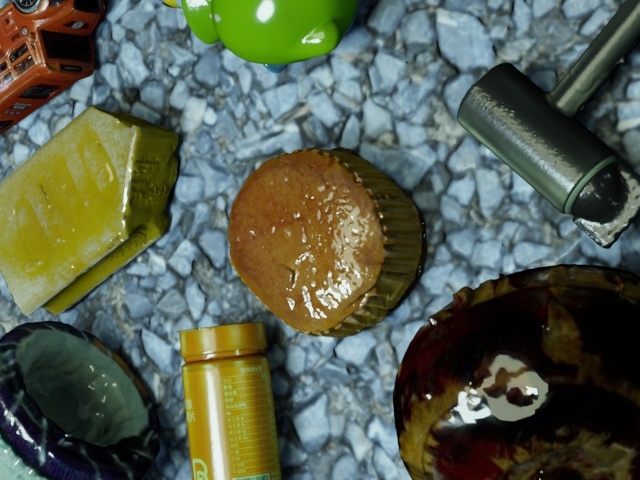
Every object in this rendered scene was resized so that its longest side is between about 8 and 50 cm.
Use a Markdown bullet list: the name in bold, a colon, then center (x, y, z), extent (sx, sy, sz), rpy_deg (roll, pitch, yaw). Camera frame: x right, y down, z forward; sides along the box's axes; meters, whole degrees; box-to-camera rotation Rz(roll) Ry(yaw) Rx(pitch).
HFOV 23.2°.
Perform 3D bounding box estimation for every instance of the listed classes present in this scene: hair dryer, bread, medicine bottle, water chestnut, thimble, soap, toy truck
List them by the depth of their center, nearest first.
- **water chestnut**: center (0.210, 0.142, 1.392), extent (0.300, 0.300, 0.300), rpy_deg (0, 89, 32)
- **hair dryer**: center (0.272, -0.146, 1.444), extent (0.195, 0.078, 0.248), rpy_deg (43, 106, 23)
- **bread**: center (0.000, 0.001, 1.588), extent (0.199, 0.104, 0.199), rpy_deg (-2, 87, 31)
- **medicine bottle**: center (-0.095, 0.185, 1.651), extent (0.096, 0.096, 0.192), rpy_deg (-9, 86, 32)
- **thimble**: center (-0.300, 0.205, 1.701), extent (0.150, 0.237, 0.237), rpy_deg (-48, 66, 24)
- **soap**: center (-0.265, -0.044, 1.770), extent (0.257, 0.080, 0.160), rpy_deg (-37, 71, 27)
- **toy truck**: center (-0.349, -0.211, 1.809), extent (0.252, 0.107, 0.114), rpy_deg (-28, 76, 30)

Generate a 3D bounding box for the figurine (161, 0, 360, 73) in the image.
- **figurine**: center (-0.067, -0.262, 1.621), extent (0.263, 0.143, 0.162), rpy_deg (16, 92, 42)
